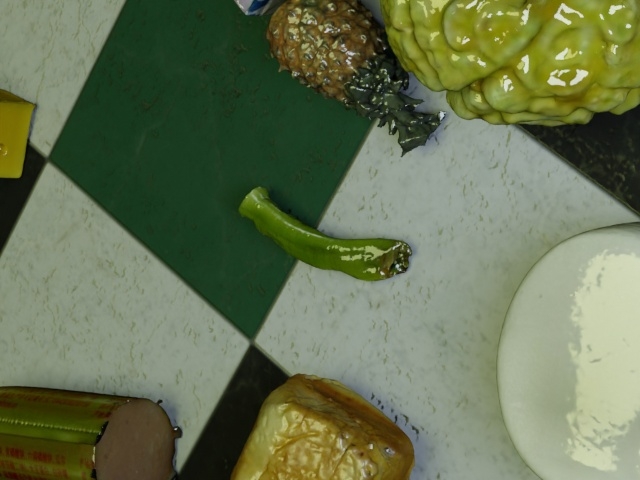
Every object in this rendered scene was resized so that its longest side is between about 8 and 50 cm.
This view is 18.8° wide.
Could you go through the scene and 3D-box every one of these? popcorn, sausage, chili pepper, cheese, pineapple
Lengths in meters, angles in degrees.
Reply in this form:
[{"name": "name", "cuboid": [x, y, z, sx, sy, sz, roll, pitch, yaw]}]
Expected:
[{"name": "popcorn", "cuboid": [0.183, -0.215, 1.691, 0.270, 0.258, 0.224, 36, 127, 26]}, {"name": "sausage", "cuboid": [-0.313, 0.219, 2.110, 0.317, 0.125, 0.117, 1, 90, 36]}, {"name": "chili pepper", "cuboid": [0.000, 0.000, 1.941, 0.201, 0.050, 0.052, 23, 139, 32]}, {"name": "cheese", "cuboid": [-0.425, -0.142, 2.229, 0.171, 0.126, 0.093, 33, 115, 51]}, {"name": "pineapple", "cuboid": [0.037, -0.162, 1.889, 0.198, 0.108, 0.108, 48, 116, 12]}]

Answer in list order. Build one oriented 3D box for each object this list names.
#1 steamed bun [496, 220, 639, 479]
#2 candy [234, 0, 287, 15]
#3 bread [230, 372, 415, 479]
[{"name": "steamed bun", "cuboid": [0.252, 0.099, 1.695, 0.164, 0.146, 0.242, 13, 98, 32]}, {"name": "candy", "cuboid": [-0.073, -0.307, 1.968, 0.073, 0.092, 0.160, -46, 67, 32]}, {"name": "bread", "cuboid": [-0.026, 0.285, 1.901, 0.167, 0.132, 0.294, 32, 106, 31]}]
